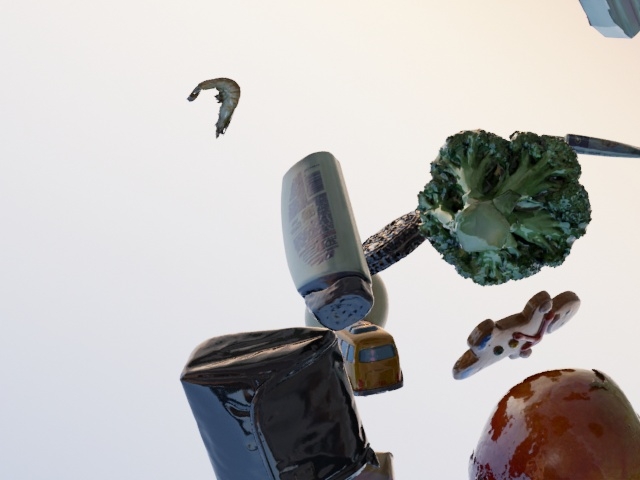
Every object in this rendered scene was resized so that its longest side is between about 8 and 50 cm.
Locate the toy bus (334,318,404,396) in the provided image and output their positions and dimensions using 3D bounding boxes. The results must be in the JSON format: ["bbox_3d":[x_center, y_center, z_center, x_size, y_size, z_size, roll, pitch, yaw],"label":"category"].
[{"bbox_3d":[0.080,0.235,1.974,0.126,0.136,0.209,-8,-167,-21],"label":"toy bus"}]

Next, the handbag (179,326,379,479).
[{"bbox_3d":[-0.067,0.308,1.589,0.178,0.275,0.301,-59,-42,-61],"label":"handbag"}]

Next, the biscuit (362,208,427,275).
[{"bbox_3d":[0.143,0.002,1.868,0.053,0.194,0.194,54,-158,-8],"label":"biscuit"}]

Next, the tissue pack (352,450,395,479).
[{"bbox_3d":[0.049,0.537,1.860,0.215,0.123,0.256,5,-137,-6],"label":"tissue pack"}]

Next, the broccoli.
[{"bbox_3d":[0.263,-0.052,1.410,0.270,0.270,0.270,43,-157,6],"label":"broccoli"}]

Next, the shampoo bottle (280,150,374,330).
[{"bbox_3d":[0.000,0.000,1.583,0.078,0.134,0.359,45,-158,-38],"label":"shampoo bottle"}]

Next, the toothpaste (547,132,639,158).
[{"bbox_3d":[0.526,-0.172,1.761,0.216,0.037,0.062,9,-161,7],"label":"toothpaste"}]

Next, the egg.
[{"bbox_3d":[0.065,0.157,2.194,0.188,0.188,0.253,36,-137,-10],"label":"egg"}]

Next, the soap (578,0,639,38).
[{"bbox_3d":[0.570,-0.514,1.868,0.091,0.145,0.230,20,148,58],"label":"soap"}]

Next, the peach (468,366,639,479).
[{"bbox_3d":[0.455,0.426,1.815,0.370,0.370,0.370,33,-155,-17],"label":"peach"}]

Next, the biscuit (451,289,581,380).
[{"bbox_3d":[0.424,0.189,1.978,0.324,0.205,0.049,-19,-127,-31],"label":"biscuit"}]

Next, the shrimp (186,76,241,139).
[{"bbox_3d":[-0.170,-0.208,1.480,0.083,0.114,0.023,3,-139,-20],"label":"shrimp"}]
